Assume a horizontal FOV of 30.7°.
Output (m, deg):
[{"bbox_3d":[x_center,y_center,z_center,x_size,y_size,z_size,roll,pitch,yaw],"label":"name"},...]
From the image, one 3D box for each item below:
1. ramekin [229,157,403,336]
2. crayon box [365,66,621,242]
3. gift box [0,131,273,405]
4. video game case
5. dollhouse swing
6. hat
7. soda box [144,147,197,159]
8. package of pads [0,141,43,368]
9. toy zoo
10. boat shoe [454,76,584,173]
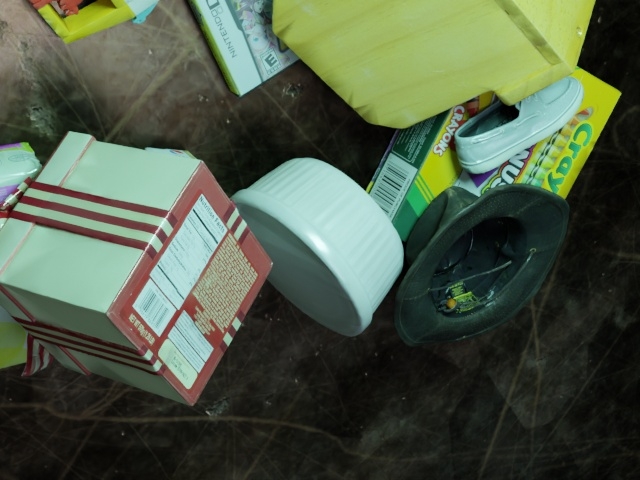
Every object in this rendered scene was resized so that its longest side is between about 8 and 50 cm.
[{"bbox_3d":[0.000,0.000,1.678,0.127,0.273,0.273,-46,128,-18],"label":"ramekin"},{"bbox_3d":[0.273,-0.142,1.863,0.313,0.106,0.363,20,101,-36],"label":"crayon box"},{"bbox_3d":[-0.259,0.040,1.408,0.276,0.258,0.255,-57,142,-27],"label":"gift box"},{"bbox_3d":[-0.052,-0.369,1.601,0.275,0.035,0.248,-34,126,-13],"label":"video game case"},{"bbox_3d":[0.154,-0.371,1.600,0.347,0.305,0.315,39,59,-34],"label":"dollhouse swing"},{"bbox_3d":[0.218,0.008,1.754,0.331,0.134,0.331,-20,141,-17],"label":"hat"},{"bbox_3d":[-0.223,-0.018,1.644,0.069,0.074,0.216,1,112,-31],"label":"soda box"},{"bbox_3d":[-0.455,0.032,1.512,0.229,0.101,0.296,-12,119,-25],"label":"package of pads"},{"bbox_3d":[-0.267,-0.337,1.398,0.192,0.030,0.293,-28,158,1],"label":"toy zoo"},{"bbox_3d":[0.296,-0.189,1.736,0.227,0.079,0.081,-35,131,-10],"label":"boat shoe"}]
